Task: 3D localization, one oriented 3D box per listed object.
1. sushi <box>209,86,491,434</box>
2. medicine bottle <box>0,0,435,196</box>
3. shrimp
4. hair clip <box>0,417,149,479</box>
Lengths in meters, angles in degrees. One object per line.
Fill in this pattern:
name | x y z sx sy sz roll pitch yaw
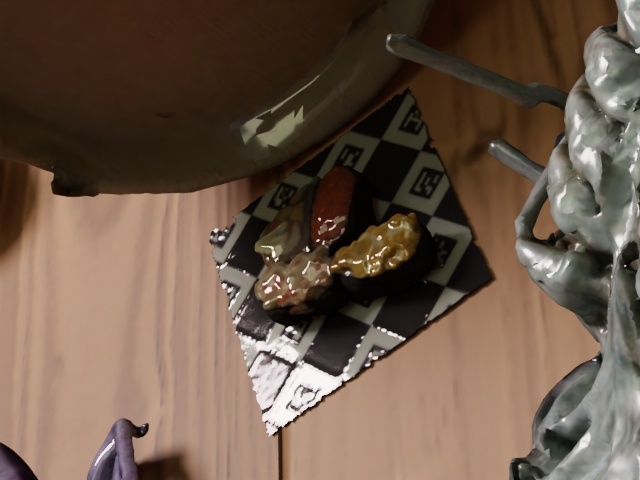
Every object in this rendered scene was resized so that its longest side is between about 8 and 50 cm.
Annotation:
sushi | 0.000 0.000 0.652 0.120 0.026 0.126 -37 43 17
medicine bottle | -0.103 -0.240 0.756 0.235 0.235 0.406 -36 45 18
shrimp | 0.109 -0.009 0.474 0.221 0.166 0.411 11 82 61
hair clip | -0.068 0.166 0.553 0.278 0.090 0.137 49 133 51
